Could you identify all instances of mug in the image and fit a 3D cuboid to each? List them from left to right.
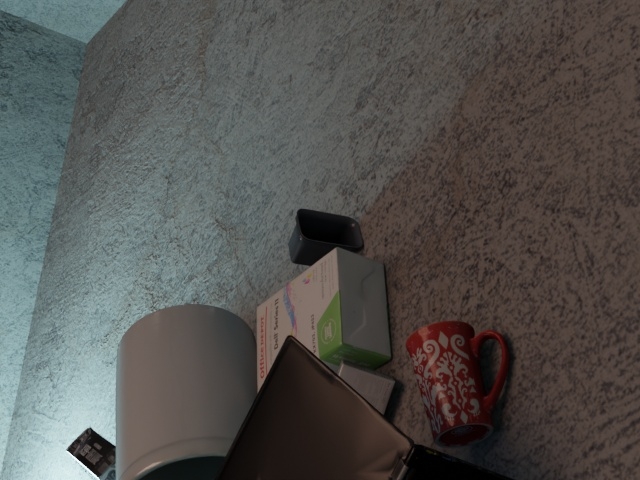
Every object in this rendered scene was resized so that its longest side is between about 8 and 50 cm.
[{"bbox_3d":[0.211,0.215,1.526,0.150,0.113,0.169,-45,43,41],"label":"mug"}]

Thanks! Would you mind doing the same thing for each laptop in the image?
[{"bbox_3d":[0.069,0.409,1.417,0.382,0.407,0.236,-63,16,14],"label":"laptop"}]

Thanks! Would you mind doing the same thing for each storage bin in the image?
[{"bbox_3d":[0.000,0.000,1.979,0.098,0.135,0.091,-102,32,-41],"label":"storage bin"}]

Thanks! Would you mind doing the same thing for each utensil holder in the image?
[{"bbox_3d":[-0.255,0.370,2.012,0.328,0.327,0.386,-53,33,30],"label":"utensil holder"}]

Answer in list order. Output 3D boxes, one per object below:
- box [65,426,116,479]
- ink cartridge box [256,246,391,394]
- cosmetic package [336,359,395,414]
[{"bbox_3d":[-0.404,0.562,2.176,0.076,0.307,0.242,-44,22,-21],"label":"box"},{"bbox_3d":[-0.022,0.188,1.915,0.353,0.119,0.207,-39,44,44],"label":"ink cartridge box"},{"bbox_3d":[0.045,0.338,1.735,0.060,0.098,0.239,-76,5,-89],"label":"cosmetic package"}]
